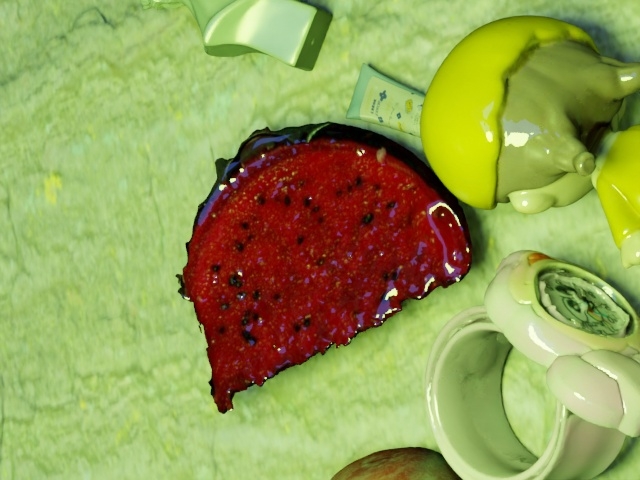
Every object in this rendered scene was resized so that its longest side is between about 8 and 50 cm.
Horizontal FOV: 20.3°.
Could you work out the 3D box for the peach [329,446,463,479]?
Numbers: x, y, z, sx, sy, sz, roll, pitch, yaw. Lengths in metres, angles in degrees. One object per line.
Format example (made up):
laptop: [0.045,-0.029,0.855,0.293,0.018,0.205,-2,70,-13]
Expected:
peach: [0.087,0.279,1.830,0.152,0.152,0.152,-4,82,30]

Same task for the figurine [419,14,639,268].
figurine: [0.267,-0.095,1.742,0.344,0.215,0.187,23,141,20]

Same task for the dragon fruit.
dragon fruit: [0.000,0.000,1.923,0.343,0.100,0.282,-28,69,21]

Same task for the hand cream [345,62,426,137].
hand cream: [0.101,-0.136,1.914,0.171,0.043,0.065,24,100,32]

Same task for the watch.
watch: [0.231,0.153,1.742,0.248,0.211,0.217,48,126,34]

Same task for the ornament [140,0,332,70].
ornament: [-0.119,-0.275,2.010,0.285,0.130,0.120,38,98,27]
